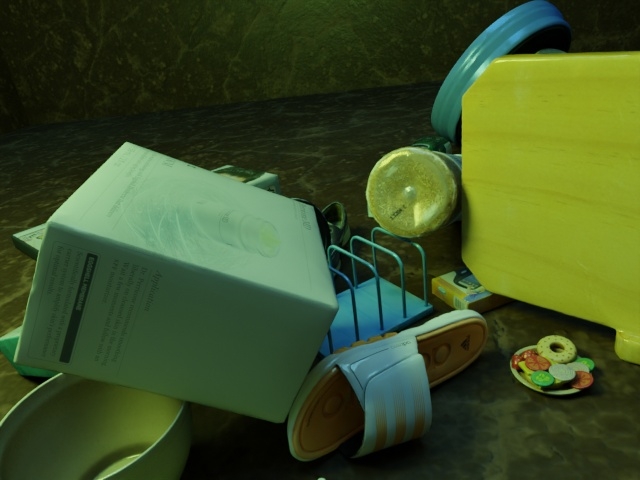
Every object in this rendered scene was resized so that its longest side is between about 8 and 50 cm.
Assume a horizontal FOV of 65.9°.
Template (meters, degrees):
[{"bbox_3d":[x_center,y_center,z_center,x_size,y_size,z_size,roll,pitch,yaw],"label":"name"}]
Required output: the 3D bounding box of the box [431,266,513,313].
[{"bbox_3d":[0.237,0.060,0.699,0.136,0.028,0.081,-19,27,-18],"label":"box"}]

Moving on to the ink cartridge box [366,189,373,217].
[{"bbox_3d":[0.187,-0.102,1.019,0.105,0.061,0.181,11,30,35],"label":"ink cartridge box"}]

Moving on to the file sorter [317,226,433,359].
[{"bbox_3d":[0.046,0.064,0.658,0.171,0.104,0.118,-21,29,-27],"label":"file sorter"}]

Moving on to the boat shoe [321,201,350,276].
[{"bbox_3d":[0.001,0.000,0.843,0.080,0.073,0.223,1,26,17],"label":"boat shoe"}]

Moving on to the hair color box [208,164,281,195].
[{"bbox_3d":[-0.272,-0.033,0.951,0.375,0.113,0.186,-27,31,-37],"label":"hair color box"}]

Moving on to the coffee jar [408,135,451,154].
[{"bbox_3d":[0.238,-0.188,1.165,0.096,0.078,0.184,8,27,30],"label":"coffee jar"}]

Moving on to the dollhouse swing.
[{"bbox_3d":[0.384,-0.076,0.567,0.316,0.346,0.305,-21,27,-26],"label":"dollhouse swing"}]

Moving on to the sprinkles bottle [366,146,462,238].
[{"bbox_3d":[0.188,-0.081,0.781,0.122,0.121,0.355,5,9,26],"label":"sprinkles bottle"}]

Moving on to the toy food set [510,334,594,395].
[{"bbox_3d":[0.251,0.137,0.537,0.084,0.020,0.082,-11,25,-8],"label":"toy food set"}]

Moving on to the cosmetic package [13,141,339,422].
[{"bbox_3d":[-0.120,0.027,0.481,0.225,0.138,0.224,19,22,-15],"label":"cosmetic package"}]

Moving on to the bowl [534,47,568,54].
[{"bbox_3d":[0.552,-0.283,1.151,0.290,0.289,0.156,-29,-12,-37],"label":"bowl"}]

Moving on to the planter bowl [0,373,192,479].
[{"bbox_3d":[-0.187,0.193,0.443,0.162,0.109,0.162,-7,25,3],"label":"planter bowl"}]

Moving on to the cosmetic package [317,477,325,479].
[{"bbox_3d":[-0.065,0.258,0.283,0.239,0.098,0.061,-26,33,-33],"label":"cosmetic package"}]

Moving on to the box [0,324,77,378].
[{"bbox_3d":[-0.308,0.111,0.600,0.244,0.060,0.100,-15,19,47],"label":"box"}]

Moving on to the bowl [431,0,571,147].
[{"bbox_3d":[0.454,-0.391,1.233,0.392,0.391,0.077,-23,62,-29],"label":"bowl"}]

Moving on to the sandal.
[{"bbox_3d":[0.092,0.139,0.486,0.266,0.101,0.076,-19,26,-28],"label":"sandal"}]

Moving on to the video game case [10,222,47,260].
[{"bbox_3d":[-0.498,-0.018,1.080,0.275,0.035,0.248,15,33,41],"label":"video game case"}]

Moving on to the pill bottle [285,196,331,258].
[{"bbox_3d":[-0.094,0.004,0.766,0.123,0.122,0.219,-26,12,-34],"label":"pill bottle"}]
